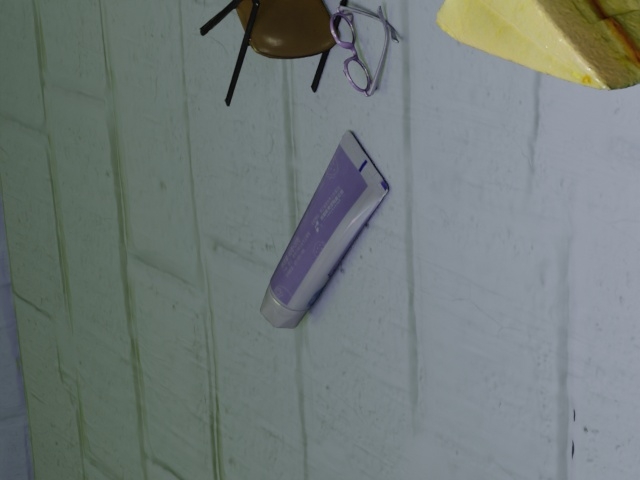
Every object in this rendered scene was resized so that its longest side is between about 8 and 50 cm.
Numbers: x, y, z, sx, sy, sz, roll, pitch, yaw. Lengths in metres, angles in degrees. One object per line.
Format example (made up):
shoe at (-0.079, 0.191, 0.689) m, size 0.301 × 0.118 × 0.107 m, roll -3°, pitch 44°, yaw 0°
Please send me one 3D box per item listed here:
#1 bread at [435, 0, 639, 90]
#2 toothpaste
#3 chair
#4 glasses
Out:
bread at (0.276, -0.233, 1.800) m, size 0.264 × 0.167 × 0.163 m, roll 59°, pitch 147°, yaw 24°
toothpaste at (0.000, 0.000, 2.445) m, size 0.125 × 0.080 × 0.371 m, roll 57°, pitch 140°, yaw 28°
chair at (-0.060, -0.340, 2.314) m, size 0.247 × 0.158 × 0.172 m, roll -49°, pitch 59°, yaw 56°
glasses at (0.079, -0.289, 2.237) m, size 0.103 × 0.062 × 0.140 m, roll -25°, pitch 80°, yaw 37°
